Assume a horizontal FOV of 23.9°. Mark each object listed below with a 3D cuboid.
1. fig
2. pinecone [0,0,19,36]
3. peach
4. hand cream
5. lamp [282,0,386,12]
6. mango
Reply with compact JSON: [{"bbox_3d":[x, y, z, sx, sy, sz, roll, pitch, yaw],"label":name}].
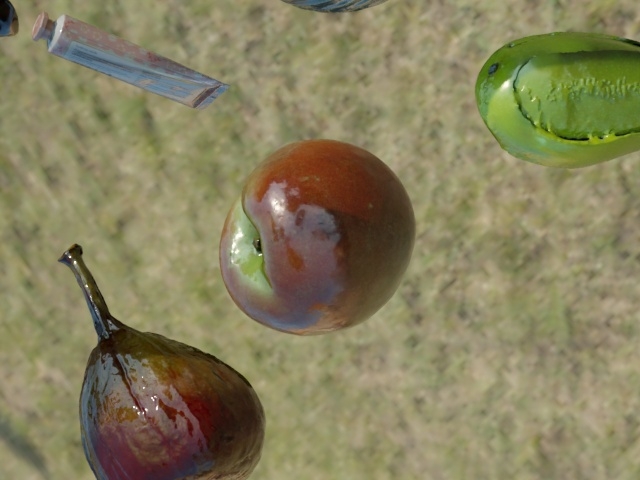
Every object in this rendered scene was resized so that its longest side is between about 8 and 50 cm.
[{"bbox_3d":[-0.193,0.156,1.543,0.290,0.190,0.191,35,147,18],"label":"fig"},{"bbox_3d":[-0.515,-0.388,1.882,0.397,0.397,0.398,36,147,28],"label":"pinecone"},{"bbox_3d":[0.000,0.000,1.916,0.252,0.252,0.252,36,147,28],"label":"peach"},{"bbox_3d":[-0.201,-0.188,1.594,0.209,0.043,0.067,21,149,-25],"label":"hand cream"},{"bbox_3d":[0.025,-0.349,1.479,0.265,0.233,0.233,-16,110,37],"label":"lamp"},{"bbox_3d":[0.181,-0.093,1.017,0.074,0.165,0.091,-140,55,-69],"label":"mango"}]
